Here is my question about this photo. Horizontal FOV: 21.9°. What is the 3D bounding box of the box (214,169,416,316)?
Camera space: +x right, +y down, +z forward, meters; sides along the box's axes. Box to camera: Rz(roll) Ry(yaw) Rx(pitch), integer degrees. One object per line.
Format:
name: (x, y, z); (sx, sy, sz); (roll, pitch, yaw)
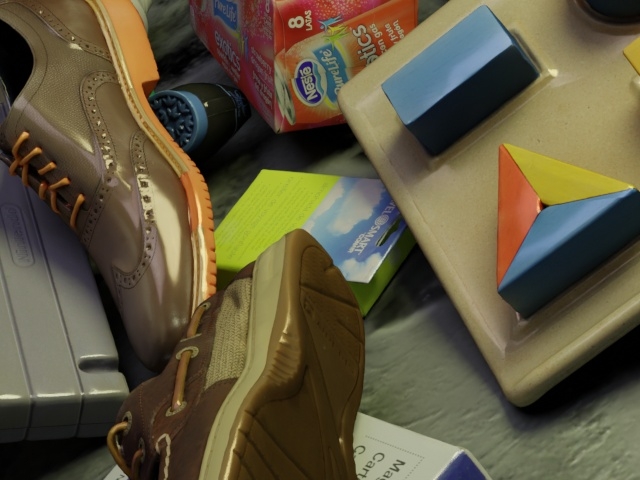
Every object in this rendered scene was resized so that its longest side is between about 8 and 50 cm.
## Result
box: (0.000, 0.000, 1.242); (0.178, 0.042, 0.109); (6, 49, 41)

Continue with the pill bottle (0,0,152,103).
pill bottle: (-0.230, -0.190, 1.597); (0.108, 0.108, 0.193); (-9, 40, 28)

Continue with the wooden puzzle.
wooden puzzle: (0.178, -0.107, 1.101); (0.322, 0.080, 0.348); (-38, 45, 12)

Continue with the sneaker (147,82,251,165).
sneaker: (-0.161, -0.076, 1.439); (0.232, 0.081, 0.090); (-18, -1, 37)

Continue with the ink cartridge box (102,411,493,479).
ink cartridge box: (-0.053, 0.234, 0.963); (0.330, 0.071, 0.324); (12, 52, 47)

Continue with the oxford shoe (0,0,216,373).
oxford shoe: (-0.178, -0.043, 1.266); (0.132, 0.130, 0.364); (-1, 50, -30)

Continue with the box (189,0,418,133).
box: (-0.021, -0.201, 1.411); (0.128, 0.123, 0.257); (-11, 31, -16)

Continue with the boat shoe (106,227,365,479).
boat shoe: (-0.056, 0.122, 0.955); (0.123, 0.123, 0.342); (-24, 29, 20)

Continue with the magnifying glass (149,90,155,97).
magnifying glass: (-0.247, -0.079, 1.508); (0.231, 0.092, 0.026); (-29, 68, 17)

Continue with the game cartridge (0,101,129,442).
game cartridge: (-0.297, 0.016, 1.276); (0.230, 0.068, 0.355); (-4, 43, -19)
